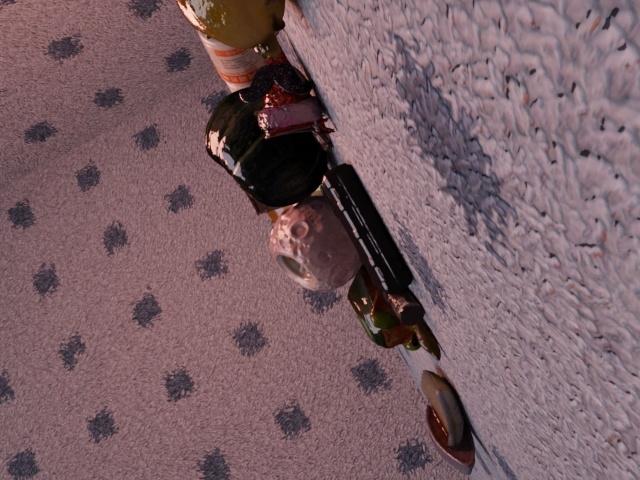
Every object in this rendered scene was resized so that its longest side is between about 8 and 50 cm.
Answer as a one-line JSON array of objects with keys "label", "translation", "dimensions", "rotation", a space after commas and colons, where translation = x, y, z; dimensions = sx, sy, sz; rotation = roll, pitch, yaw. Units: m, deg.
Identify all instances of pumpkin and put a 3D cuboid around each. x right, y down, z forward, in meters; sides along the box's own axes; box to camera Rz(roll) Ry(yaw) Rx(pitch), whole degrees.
[{"label": "pumpkin", "translation": [-0.127, -0.228, 1.407], "dimensions": [0.323, 0.241, 0.323], "rotation": [44, 179, 1]}]

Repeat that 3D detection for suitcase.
[{"label": "suitcase", "translation": [0.093, -0.022, 1.234], "dimensions": [0.285, 0.066, 0.206], "rotation": [61, 178, 0]}]

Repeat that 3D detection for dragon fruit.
[{"label": "dragon fruit", "translation": [0.169, 0.185, 1.585], "dimensions": [0.295, 0.130, 0.268], "rotation": [61, 174, 12]}]

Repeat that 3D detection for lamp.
[{"label": "lamp", "translation": [0.000, -0.229, 1.241], "dimensions": [0.083, 0.031, 0.063], "rotation": [58, -178, -26]}]

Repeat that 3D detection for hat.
[{"label": "hat", "translation": [-0.066, -0.304, 1.081], "dimensions": [0.140, 0.129, 0.227], "rotation": [1, 110, 40]}]

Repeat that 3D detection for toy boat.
[{"label": "toy boat", "translation": [0.350, 0.479, 1.622], "dimensions": [0.276, 0.111, 0.293], "rotation": [-124, 17, -75]}]

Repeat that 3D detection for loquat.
[{"label": "loquat", "translation": [-0.123, -0.351, 0.822], "dimensions": [0.204, 0.149, 0.172], "rotation": [50, 177, -12]}]

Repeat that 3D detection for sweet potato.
[{"label": "sweet potato", "translation": [0.238, 0.214, 1.341], "dimensions": [0.041, 0.038, 0.153], "rotation": [102, 147, -51]}]

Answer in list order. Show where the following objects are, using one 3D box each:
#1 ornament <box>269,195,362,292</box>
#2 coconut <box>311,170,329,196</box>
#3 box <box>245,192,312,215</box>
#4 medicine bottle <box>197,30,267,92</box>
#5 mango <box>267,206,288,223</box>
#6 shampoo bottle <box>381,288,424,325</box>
[{"label": "ornament", "translation": [0.000, 0.000, 1.507], "dimensions": [0.259, 0.225, 0.259], "rotation": [34, 157, 17]}, {"label": "coconut", "translation": [-0.001, -0.162, 1.606], "dimensions": [0.081, 0.082, 0.083], "rotation": [-2, 129, 45]}, {"label": "box", "translation": [-0.155, -0.264, 1.711], "dimensions": [0.225, 0.190, 0.297], "rotation": [70, -177, -73]}, {"label": "medicine bottle", "translation": [-0.196, -0.459, 1.393], "dimensions": [0.144, 0.144, 0.252], "rotation": [60, 180, 18]}, {"label": "mango", "translation": [-0.084, -0.119, 1.964], "dimensions": [0.384, 0.199, 0.221], "rotation": [35, 145, 1]}, {"label": "shampoo bottle", "translation": [0.178, 0.128, 1.341], "dimensions": [0.063, 0.057, 0.207], "rotation": [61, 178, -22]}]
